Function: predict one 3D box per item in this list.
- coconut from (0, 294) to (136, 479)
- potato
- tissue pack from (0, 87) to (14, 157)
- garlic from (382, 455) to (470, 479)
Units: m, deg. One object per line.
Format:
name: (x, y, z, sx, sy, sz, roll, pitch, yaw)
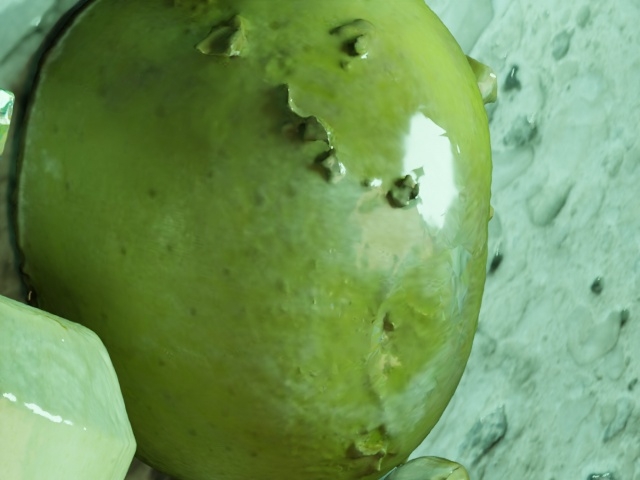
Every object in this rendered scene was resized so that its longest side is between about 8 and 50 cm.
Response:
coconut: (-0.283, 0.164, 1.262, 0.323, 0.323, 0.323, -18, 115, -43)
potato: (0.000, 0.000, 1.508, 0.385, 0.319, 0.442, -22, 121, -41)
tissue pack: (-0.281, -0.103, 1.332, 0.111, 0.085, 0.079, 9, 94, -48)
garlic: (0.097, 0.286, 1.857, 0.087, 0.101, 0.195, -25, 123, -36)
